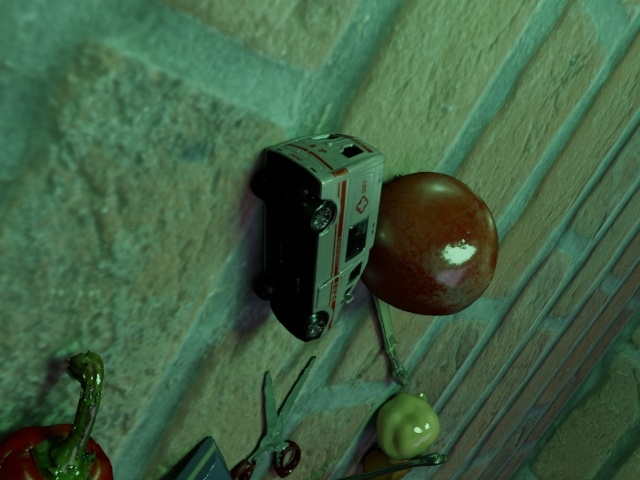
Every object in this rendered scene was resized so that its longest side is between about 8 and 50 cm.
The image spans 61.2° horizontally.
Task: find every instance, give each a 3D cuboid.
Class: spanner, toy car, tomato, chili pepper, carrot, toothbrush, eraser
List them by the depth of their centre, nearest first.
[{"bbox_3d":[-0.271,0.271,0.475,0.110,0.110,0.387,13,114,-50],"label":"chili pepper"},{"bbox_3d":[0.000,0.000,0.536,0.108,0.089,0.209,-26,134,-36],"label":"toy car"},{"bbox_3d":[0.122,0.013,0.622,0.167,0.167,0.167,-27,137,-28],"label":"tomato"},{"bbox_3d":[-0.177,0.340,0.623,0.225,0.036,0.082,-50,145,-36],"label":"eraser"},{"bbox_3d":[0.106,0.149,0.825,0.026,0.028,0.294,-38,136,-17],"label":"toothbrush"},{"bbox_3d":[0.093,0.398,0.924,0.254,0.015,0.054,-18,144,10],"label":"spanner"},{"bbox_3d":[0.152,0.456,1.104,0.072,0.072,0.205,-52,148,3],"label":"carrot"}]

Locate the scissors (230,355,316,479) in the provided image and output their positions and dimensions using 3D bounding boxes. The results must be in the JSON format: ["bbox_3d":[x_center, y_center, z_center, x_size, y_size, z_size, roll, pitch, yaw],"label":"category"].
[{"bbox_3d":[-0.065,0.266,0.756,0.144,0.017,0.247,-10,127,-41],"label":"scissors"}]

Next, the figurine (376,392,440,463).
[{"bbox_3d":[0.164,0.353,0.997,0.114,0.108,0.196,-29,148,-1],"label":"figurine"}]
